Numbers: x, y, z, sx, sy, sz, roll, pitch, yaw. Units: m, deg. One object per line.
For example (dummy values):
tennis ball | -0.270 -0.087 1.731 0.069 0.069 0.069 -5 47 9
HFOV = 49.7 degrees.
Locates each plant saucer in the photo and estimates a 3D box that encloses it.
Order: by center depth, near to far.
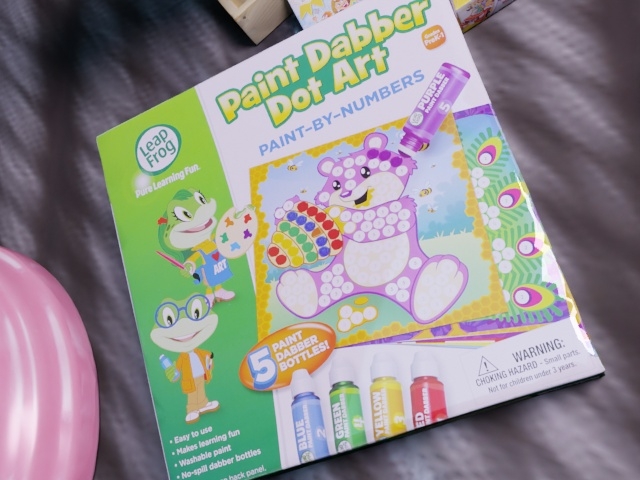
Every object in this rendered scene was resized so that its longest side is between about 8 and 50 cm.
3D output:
plant saucer | -0.319 0.152 0.510 0.333 0.084 0.331 -8 69 22

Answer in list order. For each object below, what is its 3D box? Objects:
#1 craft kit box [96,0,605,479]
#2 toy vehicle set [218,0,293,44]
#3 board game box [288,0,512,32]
craft kit box | 0.000 0.000 0.415 0.250 0.061 0.246 -23 69 16
toy vehicle set | -0.063 -0.302 0.574 0.166 0.035 0.266 -40 61 8
board game box | 0.060 -0.177 0.478 0.154 0.026 0.103 -31 62 12
